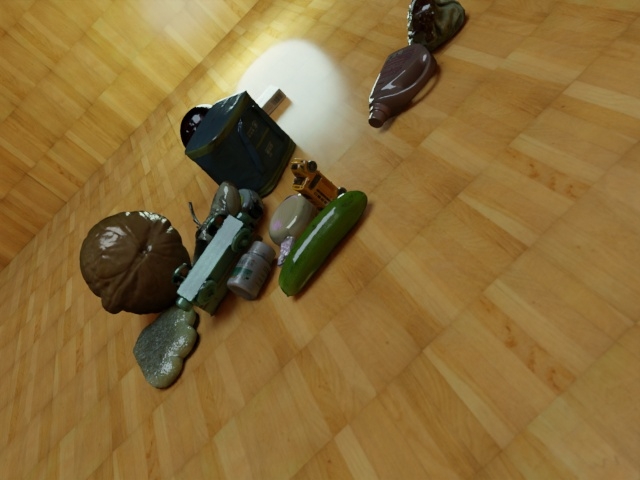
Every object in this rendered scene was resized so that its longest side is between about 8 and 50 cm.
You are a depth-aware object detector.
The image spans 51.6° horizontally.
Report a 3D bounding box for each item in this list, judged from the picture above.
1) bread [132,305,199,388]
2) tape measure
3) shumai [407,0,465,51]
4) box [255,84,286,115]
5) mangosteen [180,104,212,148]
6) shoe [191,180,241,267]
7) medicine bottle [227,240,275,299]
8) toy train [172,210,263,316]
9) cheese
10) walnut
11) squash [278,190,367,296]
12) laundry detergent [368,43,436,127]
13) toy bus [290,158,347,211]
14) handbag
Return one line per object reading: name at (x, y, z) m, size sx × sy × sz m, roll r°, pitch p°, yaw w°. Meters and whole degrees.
bread at (-0.401, 0.258, 1.731) m, size 0.207 × 0.056 × 0.286 m, roll -54°, pitch 32°, yaw -8°
tape measure at (-0.273, -0.087, 1.927) m, size 0.164 × 0.084 × 0.330 m, roll -51°, pitch 34°, yaw -10°
shumai at (0.276, -0.595, 1.773) m, size 0.184 × 0.142 × 0.184 m, roll -29°, pitch 37°, yaw 24°
box at (-0.199, -0.478, 2.345) m, size 0.152 × 0.048 × 0.100 m, roll -50°, pitch 28°, yaw 0°
mangosteen at (-0.399, -0.384, 2.358) m, size 0.210 × 0.210 × 0.210 m, roll -32°, pitch 33°, yaw 25°
shoe at (-0.280, -0.025, 1.752) m, size 0.103 × 0.098 × 0.275 m, roll 14°, pitch 96°, yaw 44°
medicine bottle at (-0.166, 0.072, 1.617) m, size 0.080 × 0.080 × 0.130 m, roll -6°, pitch 50°, yaw 49°
toy train at (-0.254, 0.062, 1.672) m, size 0.116 × 0.177 × 0.285 m, roll 28°, pitch 81°, yaw 23°
cheese at (-0.074, -0.021, 1.626) m, size 0.137 × 0.064 × 0.227 m, roll -32°, pitch 32°, yaw 32°
walnut at (-0.513, 0.068, 1.840) m, size 0.333 × 0.333 × 0.333 m, roll -32°, pitch 33°, yaw 25°
squash at (-0.001, -0.002, 1.490) m, size 0.292 × 0.082 × 0.082 m, roll -51°, pitch 30°, yaw -5°
laundry detergent at (0.208, -0.397, 1.692) m, size 0.171 × 0.076 × 0.237 m, roll -9°, pitch 47°, yaw 47°
toy bus at (-0.011, -0.127, 1.571) m, size 0.069 × 0.162 × 0.074 m, roll 12°, pitch 67°, yaw 57°
handbag at (-0.234, -0.275, 1.954) m, size 0.222 × 0.241 × 0.263 m, roll -14°, pitch 45°, yaw 44°
